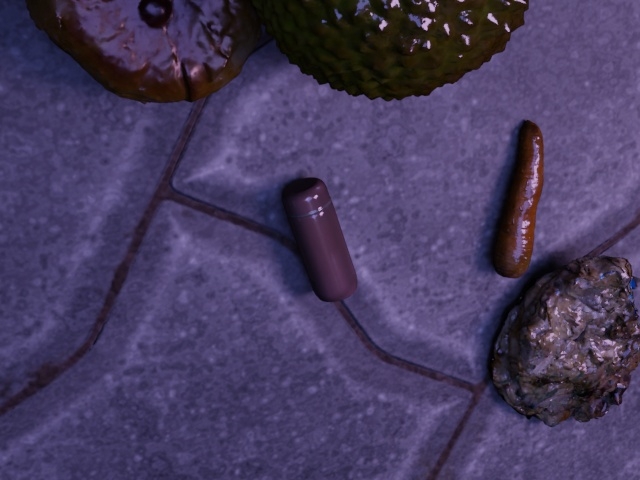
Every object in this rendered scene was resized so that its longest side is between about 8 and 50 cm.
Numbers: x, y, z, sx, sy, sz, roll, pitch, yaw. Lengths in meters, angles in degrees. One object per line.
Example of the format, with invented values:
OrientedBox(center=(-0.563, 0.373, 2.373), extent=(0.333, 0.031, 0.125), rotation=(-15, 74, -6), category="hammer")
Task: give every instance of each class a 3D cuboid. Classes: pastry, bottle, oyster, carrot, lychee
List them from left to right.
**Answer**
OrientedBox(center=(-0.159, -0.235, 0.857), extent=(0.229, 0.100, 0.218), rotation=(-12, 112, -15), category="pastry")
OrientedBox(center=(0.000, 0.000, 1.018), extent=(0.053, 0.053, 0.140), rotation=(-23, 115, -9), category="bottle")
OrientedBox(center=(0.064, -0.256, 0.828), extent=(0.270, 0.320, 0.269), rotation=(-2, 82, 13), category="lychee")
OrientedBox(center=(0.239, -0.047, 1.083), extent=(0.047, 0.047, 0.191), rotation=(1, 107, -18), category="carrot")
OrientedBox(center=(0.326, 0.130, 1.152), extent=(0.198, 0.092, 0.259), rotation=(13, 108, -17), category="oyster")
